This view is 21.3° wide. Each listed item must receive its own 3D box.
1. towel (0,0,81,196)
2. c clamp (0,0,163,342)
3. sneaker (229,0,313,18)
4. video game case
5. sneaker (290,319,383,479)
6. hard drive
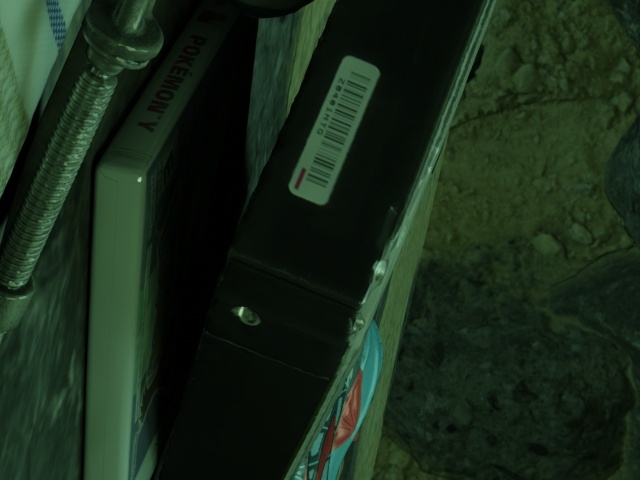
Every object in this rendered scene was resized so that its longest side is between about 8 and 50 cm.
[{"bbox_3d":[-0.084,-0.104,0.404,0.209,0.034,0.285,91,15,-67],"label":"towel"},{"bbox_3d":[-0.072,-0.028,0.495,0.137,0.022,0.161,-85,-160,-58],"label":"c clamp"},{"bbox_3d":[0.001,-0.205,0.731,0.092,0.087,0.229,103,8,-72],"label":"sneaker"},{"bbox_3d":[-0.066,0.003,0.768,0.183,0.023,0.201,-68,168,-53],"label":"video game case"},{"bbox_3d":[-0.042,0.130,0.996,0.125,0.104,0.262,57,40,-56],"label":"sneaker"},{"bbox_3d":[0.000,0.000,0.797,0.339,0.064,0.237,113,-1,-59],"label":"hard drive"}]
